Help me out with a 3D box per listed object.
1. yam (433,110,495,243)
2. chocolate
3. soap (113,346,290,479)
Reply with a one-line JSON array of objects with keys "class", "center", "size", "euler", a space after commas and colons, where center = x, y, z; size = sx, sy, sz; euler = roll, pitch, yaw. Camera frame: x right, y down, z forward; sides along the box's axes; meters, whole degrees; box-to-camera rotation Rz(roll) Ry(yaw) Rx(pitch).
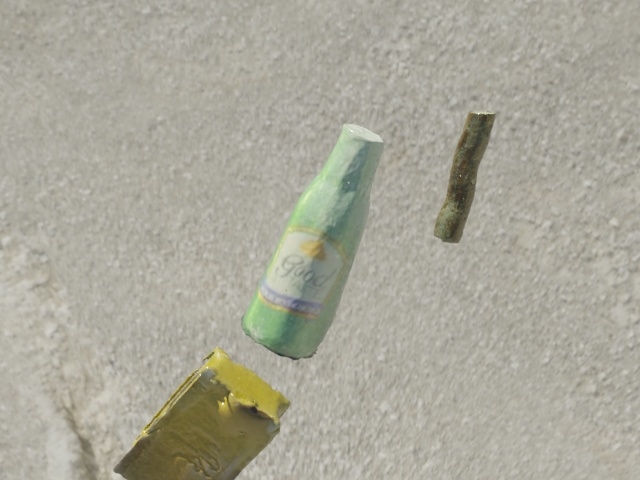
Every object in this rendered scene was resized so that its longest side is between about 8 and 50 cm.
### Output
[{"class": "yam", "center": [0.263, -0.119, 1.752], "size": [0.061, 0.061, 0.253], "euler": [16, 105, 7]}, {"class": "chocolate", "center": [0.000, 0.000, 1.154], "size": [0.110, 0.291, 0.110], "euler": [20, 20, -8]}, {"class": "soap", "center": [-0.159, 0.266, 1.280], "size": [0.135, 0.233, 0.076], "euler": [39, 26, -6]}]
